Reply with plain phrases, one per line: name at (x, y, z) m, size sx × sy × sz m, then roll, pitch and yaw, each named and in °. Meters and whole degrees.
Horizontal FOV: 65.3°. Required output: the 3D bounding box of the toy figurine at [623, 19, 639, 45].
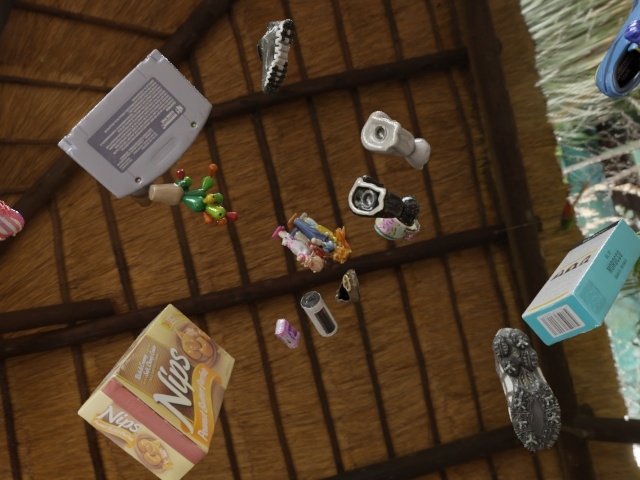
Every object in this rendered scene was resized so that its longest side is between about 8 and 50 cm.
toy figurine at (0.382, -0.261, 0.419) m, size 0.217 × 0.362 × 0.191 m, roll 23°, pitch -131°, yaw 8°

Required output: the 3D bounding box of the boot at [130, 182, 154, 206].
boot at (-0.559, -0.224, 1.408) m, size 0.112 × 0.115 × 0.305 m, roll -27°, pitch -106°, yaw -17°

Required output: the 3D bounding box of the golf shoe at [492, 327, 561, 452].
golf shoe at (0.335, 0.237, 0.818) m, size 0.094 × 0.077 × 0.198 m, roll 2°, pitch -105°, yaw -79°

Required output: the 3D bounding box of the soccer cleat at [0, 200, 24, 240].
soccer cleat at (-0.632, -0.058, 0.918) m, size 0.095 × 0.083 × 0.248 m, roll -63°, pitch -8°, yaw 4°

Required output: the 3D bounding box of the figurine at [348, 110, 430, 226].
figurine at (0.164, -0.141, 1.058) m, size 0.209 × 0.092 × 0.215 m, roll 10°, pitch -89°, yaw -52°

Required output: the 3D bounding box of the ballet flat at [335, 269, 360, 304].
ballet flat at (0.076, 0.144, 1.446) m, size 0.058 × 0.250 × 0.084 m, roll -8°, pitch -105°, yaw -4°

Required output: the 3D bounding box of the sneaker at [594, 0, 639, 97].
sneaker at (0.465, -0.302, 0.700) m, size 0.069 × 0.209 × 0.082 m, roll 22°, pitch -156°, yaw 5°

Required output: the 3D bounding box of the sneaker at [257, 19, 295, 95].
sneaker at (-0.155, -0.579, 1.576) m, size 0.078 × 0.106 × 0.234 m, roll -5°, pitch -65°, yaw -56°

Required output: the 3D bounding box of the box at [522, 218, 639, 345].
box at (0.421, 0.061, 0.791) m, size 0.244 × 0.100 × 0.060 m, roll -35°, pitch -98°, yaw -37°

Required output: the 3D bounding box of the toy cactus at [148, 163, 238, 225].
toy cactus at (-0.297, -0.109, 1.147) m, size 0.180 × 0.112 × 0.219 m, roll 1°, pitch -144°, yaw -42°

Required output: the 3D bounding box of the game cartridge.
game cartridge at (-0.390, -0.243, 1.096) m, size 0.294 × 0.060 × 0.196 m, roll -46°, pitch -76°, yaw -5°

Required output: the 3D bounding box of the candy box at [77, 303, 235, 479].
candy box at (-0.263, 0.247, 0.876) m, size 0.183 × 0.087 × 0.316 m, roll 43°, pitch -172°, yaw -10°

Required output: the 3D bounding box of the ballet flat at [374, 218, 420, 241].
ballet flat at (0.202, -0.042, 1.261) m, size 0.077 × 0.079 × 0.221 m, roll 52°, pitch -163°, yaw 20°

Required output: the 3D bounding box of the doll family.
doll family at (0.000, 0.000, 1.223) m, size 0.163 × 0.118 × 0.263 m, roll 38°, pitch -173°, yaw 8°

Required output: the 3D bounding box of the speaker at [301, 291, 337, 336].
speaker at (-0.002, 0.194, 1.311) m, size 0.055 × 0.055 × 0.136 m, roll -64°, pitch -38°, yaw -35°

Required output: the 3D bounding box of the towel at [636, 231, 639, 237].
towel at (0.676, 0.023, 0.979) m, size 0.152 × 0.113 × 0.023 m, roll 15°, pitch -108°, yaw 5°

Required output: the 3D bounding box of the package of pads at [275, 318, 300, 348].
package of pads at (-0.094, 0.265, 1.420) m, size 0.083 × 0.032 × 0.050 m, roll 50°, pitch -146°, yaw -35°
